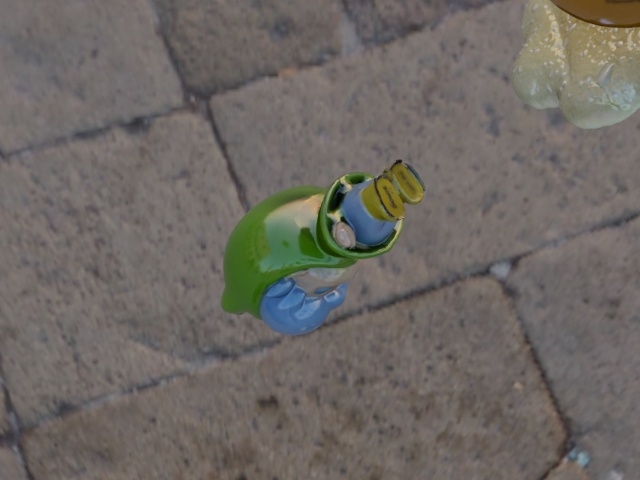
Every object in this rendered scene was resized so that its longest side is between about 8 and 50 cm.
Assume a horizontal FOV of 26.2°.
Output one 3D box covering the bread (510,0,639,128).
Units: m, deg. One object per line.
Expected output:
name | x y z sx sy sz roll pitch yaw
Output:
bread | 0.323 -0.244 1.383 0.316 0.054 0.316 -29 39 27

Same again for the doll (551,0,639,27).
doll | 0.273 -0.306 1.206 0.213 0.213 0.236 -3 52 -4

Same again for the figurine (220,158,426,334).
figurine | 0.000 0.000 1.441 0.143 0.263 0.162 49 43 -6
